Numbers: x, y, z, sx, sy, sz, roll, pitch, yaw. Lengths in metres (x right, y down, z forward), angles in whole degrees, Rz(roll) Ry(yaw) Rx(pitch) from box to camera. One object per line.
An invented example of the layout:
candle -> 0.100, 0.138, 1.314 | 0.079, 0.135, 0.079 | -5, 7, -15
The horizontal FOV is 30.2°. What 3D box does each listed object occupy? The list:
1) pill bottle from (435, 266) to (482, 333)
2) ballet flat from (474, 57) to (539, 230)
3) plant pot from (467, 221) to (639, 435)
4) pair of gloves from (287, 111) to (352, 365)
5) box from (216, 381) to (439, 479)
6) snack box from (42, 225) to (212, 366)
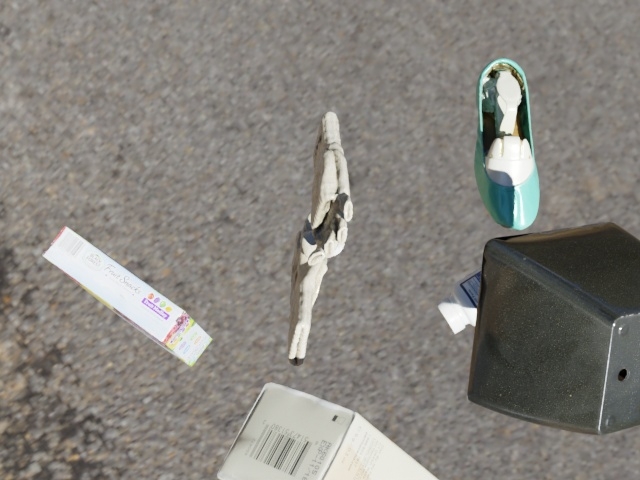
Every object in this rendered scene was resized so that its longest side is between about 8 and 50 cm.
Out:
pill bottle -> 0.219, 0.075, 1.607 | 0.120, 0.067, 0.067 | -32, 91, 0
ballet flat -> 0.244, -0.137, 1.574 | 0.083, 0.087, 0.247 | -4, 65, 4
plant pot -> 0.285, 0.100, 1.228 | 0.187, 0.167, 0.188 | -8, 110, -31
pair of gloves -> 0.000, 0.000, 1.357 | 0.042, 0.240, 0.204 | 9, 33, -6
box -> 0.046, 0.291, 1.323 | 0.311, 0.148, 0.121 | 44, 68, -40
snack box -> -0.172, 0.051, 1.063 | 0.141, 0.100, 0.037 | 34, 81, 18
